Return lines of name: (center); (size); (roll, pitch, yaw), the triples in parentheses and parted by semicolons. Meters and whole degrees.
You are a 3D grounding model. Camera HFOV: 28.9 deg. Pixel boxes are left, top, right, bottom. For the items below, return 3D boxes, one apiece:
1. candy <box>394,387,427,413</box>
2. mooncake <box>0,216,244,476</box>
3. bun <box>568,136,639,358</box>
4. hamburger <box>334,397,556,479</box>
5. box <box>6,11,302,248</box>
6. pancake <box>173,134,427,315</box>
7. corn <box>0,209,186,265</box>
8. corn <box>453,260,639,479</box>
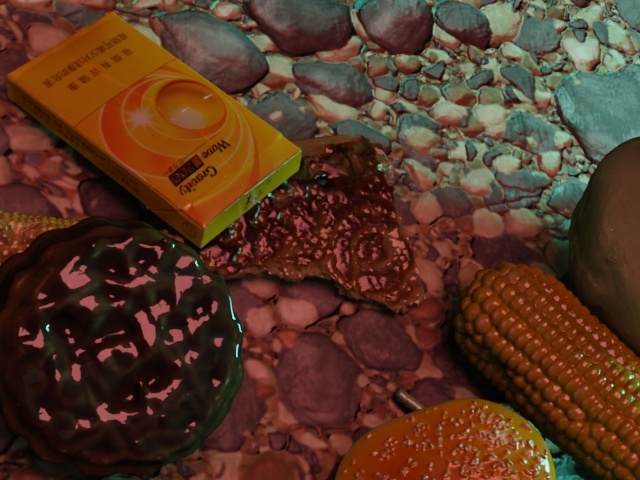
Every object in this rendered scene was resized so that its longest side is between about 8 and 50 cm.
candy: (0.203, 0.246, 1.224); (0.323, 0.097, 0.097); (35, 54, 9)
mooncake: (-0.177, 0.090, 1.073); (0.228, 0.124, 0.228); (0, 91, -23)
bun: (0.358, 0.040, 1.337); (0.293, 0.187, 0.293); (35, 41, -37)
hamburger: (0.117, 0.237, 1.139); (0.210, 0.116, 0.173); (-20, 70, -11)
box: (-0.168, -0.118, 1.251); (0.269, 0.043, 0.152); (36, 54, 17)
pancake: (0.000, 0.000, 1.296); (0.244, 0.057, 0.266); (46, 59, -4)
corn: (-0.265, 0.015, 1.141); (0.288, 0.086, 0.086); (5, 60, -21)
corn: (0.258, 0.144, 1.236); (0.130, 0.130, 0.347); (-28, 60, -33)
